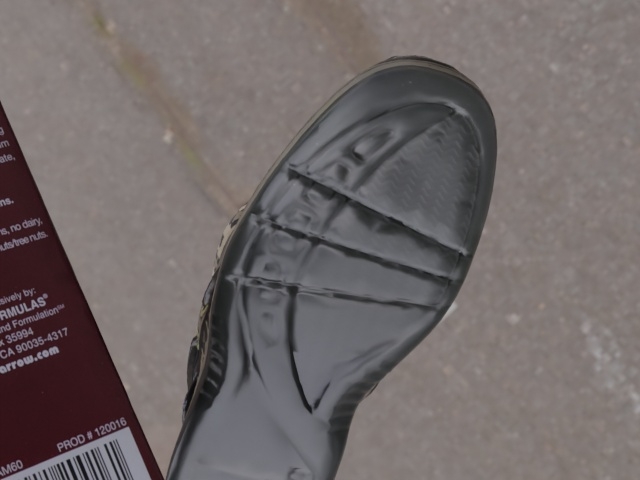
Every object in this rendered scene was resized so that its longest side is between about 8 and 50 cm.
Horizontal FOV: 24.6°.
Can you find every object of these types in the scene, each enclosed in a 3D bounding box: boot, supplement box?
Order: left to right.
[{"bbox_3d":[-0.143,0.017,0.509,0.130,0.073,0.239,-36,77,57],"label":"supplement box"},{"bbox_3d":[-0.002,0.000,0.624,0.085,0.178,0.236,20,118,-8],"label":"boot"}]
